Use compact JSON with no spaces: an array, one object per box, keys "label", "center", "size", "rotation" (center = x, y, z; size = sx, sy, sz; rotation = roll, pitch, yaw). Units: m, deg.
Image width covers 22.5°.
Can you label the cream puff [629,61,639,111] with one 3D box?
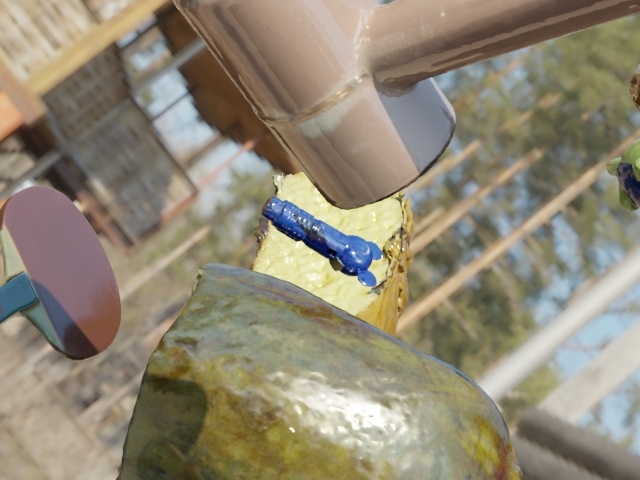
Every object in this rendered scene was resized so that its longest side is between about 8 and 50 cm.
[{"label":"cream puff","center":[0.307,-0.122,1.200],"size":[0.103,0.144,0.126],"rotation":[47,11,-12]}]

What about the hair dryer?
[{"label":"hair dryer","center":[0.088,-0.144,0.927],"size":[0.344,0.107,0.189],"rotation":[-15,-55,36]}]

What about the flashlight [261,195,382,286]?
[{"label":"flashlight","center":[0.000,0.000,1.441],"size":[0.121,0.057,0.035],"rotation":[29,-48,-15]}]

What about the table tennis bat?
[{"label":"table tennis bat","center":[-0.231,0.035,1.325],"size":[0.154,0.021,0.274],"rotation":[65,17,-4]}]

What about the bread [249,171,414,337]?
[{"label":"bread","center":[0.015,0.044,1.666],"size":[0.261,0.160,0.147],"rotation":[-81,170,-51]}]

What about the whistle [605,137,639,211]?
[{"label":"whistle","center":[0.361,-0.063,1.676],"size":[0.105,0.085,0.227],"rotation":[19,0,-20]}]

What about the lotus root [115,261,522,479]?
[{"label":"lotus root","center":[0.004,0.186,1.454],"size":[0.346,0.250,0.250],"rotation":[22,-10,-1]}]
